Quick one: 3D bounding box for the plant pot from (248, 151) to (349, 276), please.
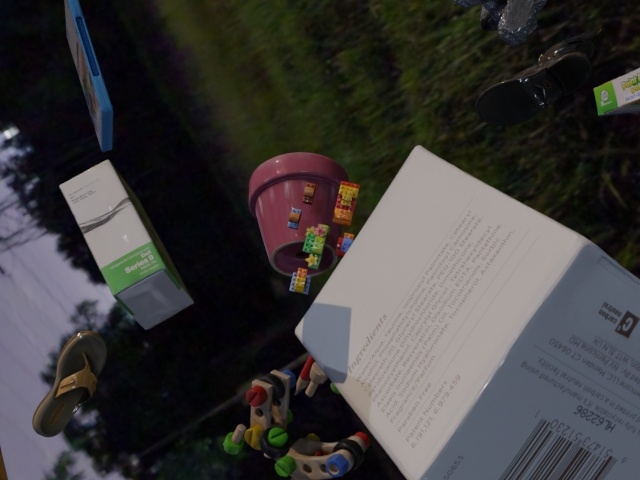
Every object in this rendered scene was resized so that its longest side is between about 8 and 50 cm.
[{"bbox_3d":[-0.037,-0.037,1.752,0.201,0.201,0.180,70,-167,-55],"label":"plant pot"}]

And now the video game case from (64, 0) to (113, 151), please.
[{"bbox_3d":[-0.280,-0.205,1.106,0.119,0.015,0.166,127,126,-67],"label":"video game case"}]

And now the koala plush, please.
[{"bbox_3d":[0.423,-0.538,2.068,0.196,0.203,0.221,41,180,9],"label":"koala plush"}]

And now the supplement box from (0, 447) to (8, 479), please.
[{"bbox_3d":[-0.302,0.208,0.747,0.078,0.080,0.233,21,125,43],"label":"supplement box"}]

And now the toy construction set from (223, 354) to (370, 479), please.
[{"bbox_3d":[-0.051,0.385,1.793,0.257,0.237,0.309,23,-145,-3],"label":"toy construction set"}]

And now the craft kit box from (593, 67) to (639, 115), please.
[{"bbox_3d":[0.620,-0.264,1.484,0.246,0.250,0.061,168,94,-69],"label":"craft kit box"}]

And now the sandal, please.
[{"bbox_3d":[-0.366,0.220,1.362,0.072,0.180,0.049,26,-176,-42],"label":"sandal"}]

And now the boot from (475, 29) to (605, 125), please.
[{"bbox_3d":[0.452,-0.334,1.864,0.091,0.263,0.229,61,-153,-14],"label":"boot"}]

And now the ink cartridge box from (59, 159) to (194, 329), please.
[{"bbox_3d":[-0.395,0.009,1.876,0.289,0.121,0.211,58,175,24],"label":"ink cartridge box"}]

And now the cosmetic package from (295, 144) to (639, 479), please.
[{"bbox_3d":[0.233,0.132,1.184,0.329,0.327,0.393,29,-173,-29],"label":"cosmetic package"}]

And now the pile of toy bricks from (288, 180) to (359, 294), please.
[{"bbox_3d":[0.000,0.000,1.474,0.118,0.212,0.105,13,175,1],"label":"pile of toy bricks"}]
